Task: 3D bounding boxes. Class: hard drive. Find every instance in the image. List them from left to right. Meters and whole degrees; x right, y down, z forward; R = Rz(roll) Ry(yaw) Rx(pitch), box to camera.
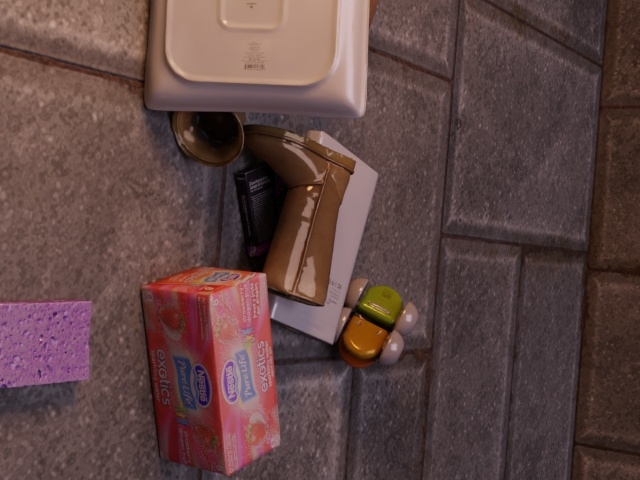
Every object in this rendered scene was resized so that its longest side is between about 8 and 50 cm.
[{"bbox_3d":[0.000,0.000,1.895,0.233,0.047,0.353,31,72,-55],"label":"hard drive"}]

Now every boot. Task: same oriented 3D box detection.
[{"bbox_3d":[-0.059,-0.044,1.735,0.236,0.089,0.269,19,80,-24],"label":"boot"}]

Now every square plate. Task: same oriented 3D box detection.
[{"bbox_3d":[-0.096,-0.365,1.524,0.049,0.347,0.344,-9,102,-84],"label":"square plate"}]

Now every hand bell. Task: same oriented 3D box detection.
[{"bbox_3d":[-0.140,-0.231,1.692,0.242,0.126,0.126,-56,137,-54],"label":"hand bell"}]

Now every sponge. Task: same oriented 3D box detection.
[{"bbox_3d":[-0.404,0.142,1.389,0.210,0.031,0.117,3,91,-55],"label":"sponge"}]

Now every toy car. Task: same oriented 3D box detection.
[{"bbox_3d":[0.100,0.178,2.038,0.182,0.159,0.136,-59,172,-33],"label":"toy car"}]

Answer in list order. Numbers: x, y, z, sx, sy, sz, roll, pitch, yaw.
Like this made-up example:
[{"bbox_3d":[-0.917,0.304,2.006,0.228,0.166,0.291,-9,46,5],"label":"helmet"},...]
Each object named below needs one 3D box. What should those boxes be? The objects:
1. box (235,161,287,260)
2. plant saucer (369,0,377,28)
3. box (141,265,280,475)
[{"bbox_3d":[-0.098,-0.059,1.808,0.116,0.029,0.162,-29,118,-51],"label":"box"},{"bbox_3d":[0.062,-0.405,1.837,0.278,0.041,0.278,-164,-90,-83],"label":"plant saucer"},{"bbox_3d":[-0.173,0.205,1.621,0.142,0.154,0.300,-21,111,-53],"label":"box"}]
